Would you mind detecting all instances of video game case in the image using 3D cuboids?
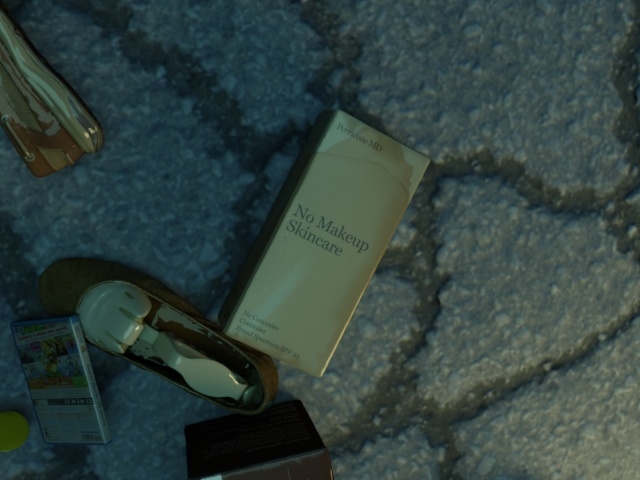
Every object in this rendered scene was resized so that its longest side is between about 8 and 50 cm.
[{"bbox_3d":[-0.328,0.178,1.021,0.119,0.015,0.166,-8,99,33],"label":"video game case"}]

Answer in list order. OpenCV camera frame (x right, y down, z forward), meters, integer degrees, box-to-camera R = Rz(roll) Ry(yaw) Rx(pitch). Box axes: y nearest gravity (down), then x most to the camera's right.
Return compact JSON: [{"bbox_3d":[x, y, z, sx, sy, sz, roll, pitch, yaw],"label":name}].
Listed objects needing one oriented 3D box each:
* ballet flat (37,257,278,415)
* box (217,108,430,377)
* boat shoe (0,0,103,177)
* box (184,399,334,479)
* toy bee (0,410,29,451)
[{"bbox_3d":[-0.200,0.128,1.022,0.342,0.124,0.116,33,90,-11],"label":"ballet flat"},{"bbox_3d":[0.000,0.000,1.049,0.148,0.121,0.311,25,90,-11],"label":"box"},{"bbox_3d":[-0.398,-0.214,0.957,0.116,0.123,0.324,-38,99,-3],"label":"boat shoe"},{"bbox_3d":[-0.075,0.323,1.024,0.167,0.203,0.169,-11,98,-10],"label":"box"},{"bbox_3d":[-0.448,0.199,0.986,0.195,0.162,0.298,30,114,-20],"label":"toy bee"}]
